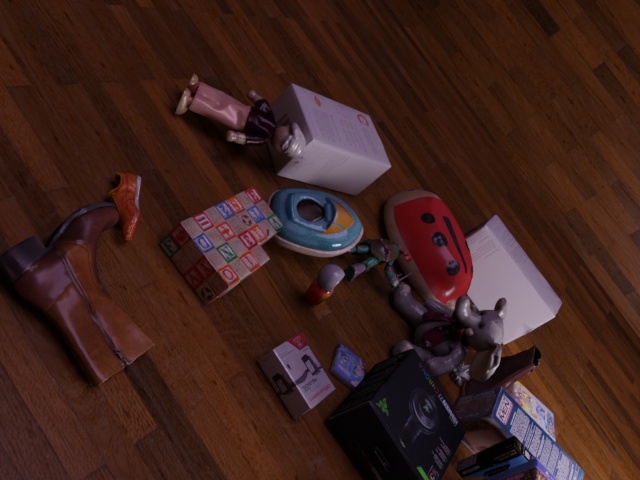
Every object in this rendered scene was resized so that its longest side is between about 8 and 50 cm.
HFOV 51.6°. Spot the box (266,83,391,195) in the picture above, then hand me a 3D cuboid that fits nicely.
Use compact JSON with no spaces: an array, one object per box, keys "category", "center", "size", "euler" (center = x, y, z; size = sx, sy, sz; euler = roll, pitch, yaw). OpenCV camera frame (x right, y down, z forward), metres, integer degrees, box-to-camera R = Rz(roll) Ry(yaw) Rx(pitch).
[{"category":"box","center":[0.015,-0.292,1.983],"size":[0.345,0.168,0.215],"euler":[11,50,-45]}]

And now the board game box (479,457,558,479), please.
[{"category":"board game box","center":[0.432,0.682,1.501],"size":[0.141,0.232,0.291],"euler":[46,34,-10]}]

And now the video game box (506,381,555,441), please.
[{"category":"video game box","center":[0.648,0.556,2.054],"size":[0.205,0.048,0.187],"euler":[43,36,-14]}]

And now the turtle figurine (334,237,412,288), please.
[{"category":"turtle figurine","center":[0.157,0.046,1.876],"size":[0.234,0.118,0.175],"euler":[-5,42,-36]}]

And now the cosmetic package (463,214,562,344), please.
[{"category":"cosmetic package","center":[0.616,0.133,2.269],"size":[0.385,0.217,0.156],"euler":[55,33,2]}]

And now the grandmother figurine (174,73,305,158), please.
[{"category":"grandmother figurine","center":[-0.195,-0.318,1.744],"size":[0.342,0.104,0.208],"euler":[25,59,-11]}]

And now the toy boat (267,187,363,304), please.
[{"category":"toy boat","center":[0.000,0.000,1.668],"size":[0.267,0.148,0.318],"euler":[7,58,-22]}]

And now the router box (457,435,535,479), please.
[{"category":"router box","center":[0.458,0.584,1.673],"size":[0.133,0.179,0.046],"euler":[48,31,-5]}]

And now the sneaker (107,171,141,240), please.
[{"category":"sneaker","center":[-0.407,-0.068,1.370],"size":[0.067,0.064,0.175],"euler":[6,46,-23]}]

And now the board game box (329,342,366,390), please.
[{"category":"board game box","center":[0.068,0.309,1.607],"size":[0.090,0.020,0.090],"euler":[41,36,-17]}]

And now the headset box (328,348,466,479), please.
[{"category":"headset box","center":[0.179,0.427,1.512],"size":[0.246,0.131,0.283],"euler":[58,34,1]}]

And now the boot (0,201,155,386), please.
[{"category":"boot","center":[-0.391,0.084,1.196],"size":[0.280,0.096,0.264],"euler":[50,33,-4]}]

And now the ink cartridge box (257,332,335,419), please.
[{"category":"ink cartridge box","center":[-0.051,0.293,1.439],"size":[0.150,0.063,0.109],"euler":[56,33,7]}]

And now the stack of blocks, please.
[{"category":"stack of blocks","center":[-0.202,0.004,1.508],"size":[0.171,0.087,0.297],"euler":[52,33,0]}]

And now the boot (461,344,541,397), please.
[{"category":"boot","center":[0.522,0.395,1.906],"size":[0.090,0.207,0.248],"euler":[53,33,2]}]

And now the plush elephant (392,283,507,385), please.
[{"category":"plush elephant","center":[0.384,0.253,1.829],"size":[0.330,0.255,0.272],"euler":[39,35,-19]}]

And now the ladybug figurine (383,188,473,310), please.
[{"category":"ladybug figurine","center":[0.358,0.014,2.113],"size":[0.305,0.162,0.449],"euler":[11,50,-45]}]

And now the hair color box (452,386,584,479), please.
[{"category":"hair color box","center":[0.516,0.555,1.765],"size":[0.347,0.174,0.105],"euler":[46,50,-9]}]
